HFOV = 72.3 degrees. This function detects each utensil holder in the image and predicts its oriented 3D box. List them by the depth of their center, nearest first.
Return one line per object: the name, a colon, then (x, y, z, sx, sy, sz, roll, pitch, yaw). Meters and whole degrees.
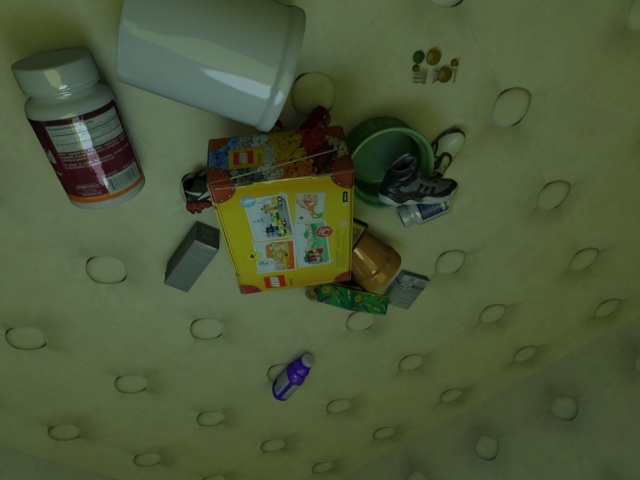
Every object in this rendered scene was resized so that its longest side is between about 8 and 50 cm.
utensil holder: (-0.275, -0.484, 1.103, 0.386, 0.327, 0.327, 12, 123, -20)

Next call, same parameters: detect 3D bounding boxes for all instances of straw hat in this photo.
straw hat: (0.005, 0.201, 1.862, 0.145, 0.061, 0.144, 3, 133, 3)

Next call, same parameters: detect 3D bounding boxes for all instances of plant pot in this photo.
plant pot: (0.181, 0.063, 1.726, 0.205, 0.205, 0.188, -37, 110, 16)

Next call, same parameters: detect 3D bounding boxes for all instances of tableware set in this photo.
tableware set: (0.364, -0.553, 1.390, 0.154, 0.024, 0.104, -5, 125, -8)

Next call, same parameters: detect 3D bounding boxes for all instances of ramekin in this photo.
ramekin: (0.216, -0.270, 1.491, 0.304, 0.148, 0.303, -7, 128, -9)

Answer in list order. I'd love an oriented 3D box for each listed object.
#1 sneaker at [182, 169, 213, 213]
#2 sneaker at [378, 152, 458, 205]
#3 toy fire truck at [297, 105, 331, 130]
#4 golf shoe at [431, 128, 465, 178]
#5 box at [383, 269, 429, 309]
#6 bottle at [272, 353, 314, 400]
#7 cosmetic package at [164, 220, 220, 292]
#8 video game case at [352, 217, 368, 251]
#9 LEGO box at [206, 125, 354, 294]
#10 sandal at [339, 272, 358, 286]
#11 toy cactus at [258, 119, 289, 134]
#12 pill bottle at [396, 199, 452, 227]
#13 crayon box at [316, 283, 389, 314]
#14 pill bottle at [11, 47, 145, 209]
sneaker: (-0.340, -0.171, 1.432, 0.276, 0.097, 0.135, -6, 113, 25)
sneaker: (0.322, -0.199, 1.407, 0.269, 0.101, 0.153, -7, 131, -5)
toy fire truck: (-0.027, -0.328, 1.429, 0.192, 0.047, 0.135, -52, 155, -2)
golf shoe: (0.425, -0.268, 1.562, 0.105, 0.120, 0.272, 26, 116, -27)
box: (0.383, 0.226, 1.984, 0.145, 0.038, 0.186, 16, 121, -23)
bottle: (-0.132, 0.668, 2.155, 0.092, 0.118, 0.282, 26, 117, -26)
cosmetic package: (-0.471, 0.061, 1.602, 0.107, 0.127, 0.238, 25, 120, -28)
video game case: (0.000, 0.000, 1.609, 0.248, 0.035, 0.274, 25, 119, -10)
LEGO box: (-0.100, -0.067, 1.324, 0.373, 0.193, 0.500, -7, 140, -4)
sandal: (0.151, 0.172, 1.861, 0.240, 0.088, 0.079, 6, 149, -9)
toy cactus: (-0.152, -0.275, 1.443, 0.181, 0.112, 0.219, 26, 108, -40)
pill bottle: (0.393, -0.124, 1.669, 0.187, 0.112, 0.112, -24, 129, 5)
crayon box: (0.137, 0.237, 1.775, 0.278, 0.165, 0.081, 17, 84, -50)
pill bottle: (-0.658, -0.302, 1.214, 0.224, 0.224, 0.392, -10, 128, -6)
